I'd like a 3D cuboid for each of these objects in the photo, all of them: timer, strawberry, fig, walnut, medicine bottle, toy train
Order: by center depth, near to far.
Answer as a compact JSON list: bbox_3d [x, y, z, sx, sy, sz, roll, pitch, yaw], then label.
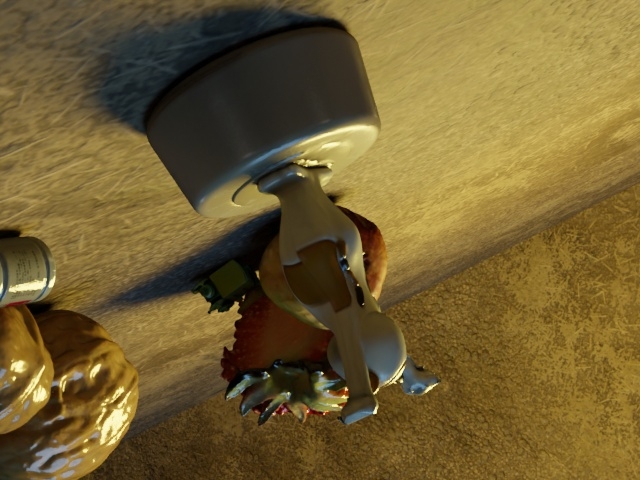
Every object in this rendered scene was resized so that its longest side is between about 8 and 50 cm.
[{"bbox_3d":[0.000,0.000,0.774,0.175,0.266,0.175,-24,170,-4],"label":"timer"},{"bbox_3d":[-0.271,0.027,0.867,0.058,0.058,0.091,-30,169,28],"label":"medicine bottle"},{"bbox_3d":[-0.319,0.107,0.926,0.166,0.149,0.166,4,148,3],"label":"walnut"},{"bbox_3d":[-0.315,0.181,1.175,0.213,0.213,0.213,-24,170,-4],"label":"walnut"},{"bbox_3d":[-0.029,0.053,1.369,0.159,0.159,0.257,-15,171,-46],"label":"fig"},{"bbox_3d":[-0.130,0.063,1.450,0.081,0.050,0.122,-37,171,4],"label":"toy train"},{"bbox_3d":[-0.006,0.137,1.469,0.233,0.138,0.306,-15,-154,15],"label":"strawberry"}]
